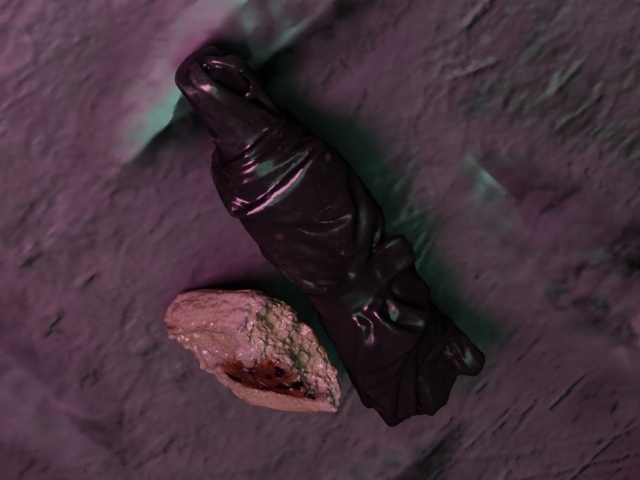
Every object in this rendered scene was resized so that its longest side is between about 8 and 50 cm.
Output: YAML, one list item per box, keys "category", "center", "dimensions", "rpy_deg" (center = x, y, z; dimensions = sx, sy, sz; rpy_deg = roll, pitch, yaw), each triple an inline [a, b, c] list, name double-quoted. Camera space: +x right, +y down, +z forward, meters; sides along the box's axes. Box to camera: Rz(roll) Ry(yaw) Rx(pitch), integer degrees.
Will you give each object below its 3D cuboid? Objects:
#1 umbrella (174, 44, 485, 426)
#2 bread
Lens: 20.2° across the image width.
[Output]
- category: "umbrella"
  center: [0.000, 0.000, 0.879]
  dimensions: [0.066, 0.059, 0.236]
  rpy_deg: [-43, 125, -8]
- category: "bread"
  center: [-0.033, 0.056, 0.901]
  dimensions: [0.083, 0.070, 0.035]
  rpy_deg: [46, 59, -37]
